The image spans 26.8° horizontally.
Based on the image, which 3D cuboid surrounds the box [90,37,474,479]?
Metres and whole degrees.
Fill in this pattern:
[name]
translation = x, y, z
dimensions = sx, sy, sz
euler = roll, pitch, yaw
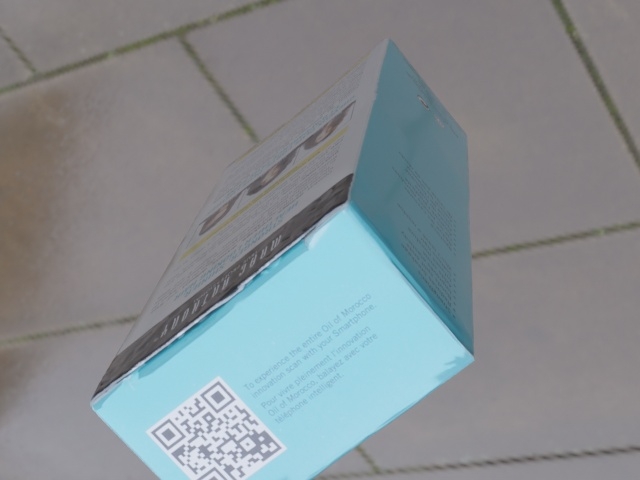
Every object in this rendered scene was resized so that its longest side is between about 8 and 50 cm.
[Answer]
[box]
translation = 0.000, 0.000, 0.489
dimensions = 0.100, 0.244, 0.060
euler = -38, 102, 17
